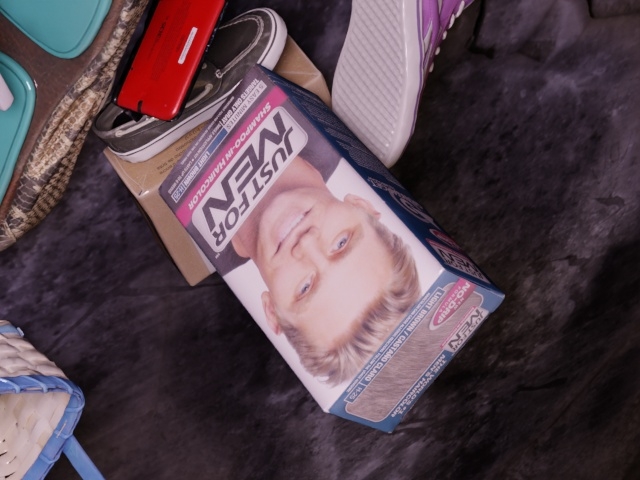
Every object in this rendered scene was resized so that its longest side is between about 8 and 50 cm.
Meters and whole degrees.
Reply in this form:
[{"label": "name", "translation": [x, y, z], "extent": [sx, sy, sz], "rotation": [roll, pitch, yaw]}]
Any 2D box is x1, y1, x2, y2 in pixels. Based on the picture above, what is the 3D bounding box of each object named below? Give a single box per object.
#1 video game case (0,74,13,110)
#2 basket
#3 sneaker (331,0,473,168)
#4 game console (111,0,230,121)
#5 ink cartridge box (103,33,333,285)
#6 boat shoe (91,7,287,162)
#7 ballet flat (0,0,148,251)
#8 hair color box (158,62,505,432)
[{"label": "video game case", "translation": [-0.339, -0.181, 1.379], "extent": [0.019, 0.143, 0.157], "rotation": [-57, 154, -23]}, {"label": "basket", "translation": [-0.353, 0.223, 1.713], "extent": [0.254, 0.289, 0.201], "rotation": [3, 124, -42]}, {"label": "sneaker", "translation": [0.106, -0.210, 1.730], "extent": [0.161, 0.102, 0.282], "rotation": [-6, 109, -49]}, {"label": "game console", "translation": [-0.130, -0.177, 1.558], "extent": [0.085, 0.124, 0.144], "rotation": [27, 84, -52]}, {"label": "ink cartridge box", "translation": [-0.090, -0.085, 1.779], "extent": [0.234, 0.088, 0.193], "rotation": [-35, 146, -6]}, {"label": "boat shoe", "translation": [-0.131, -0.162, 1.654], "extent": [0.219, 0.078, 0.070], "rotation": [-39, 148, 4]}, {"label": "ballet flat", "translation": [-0.234, -0.188, 1.485], "extent": [0.182, 0.164, 0.483], "rotation": [-35, 160, -49]}, {"label": "hair color box", "translation": [0.000, 0.000, 1.573], "extent": [0.105, 0.347, 0.174], "rotation": [24, 109, -48]}]
